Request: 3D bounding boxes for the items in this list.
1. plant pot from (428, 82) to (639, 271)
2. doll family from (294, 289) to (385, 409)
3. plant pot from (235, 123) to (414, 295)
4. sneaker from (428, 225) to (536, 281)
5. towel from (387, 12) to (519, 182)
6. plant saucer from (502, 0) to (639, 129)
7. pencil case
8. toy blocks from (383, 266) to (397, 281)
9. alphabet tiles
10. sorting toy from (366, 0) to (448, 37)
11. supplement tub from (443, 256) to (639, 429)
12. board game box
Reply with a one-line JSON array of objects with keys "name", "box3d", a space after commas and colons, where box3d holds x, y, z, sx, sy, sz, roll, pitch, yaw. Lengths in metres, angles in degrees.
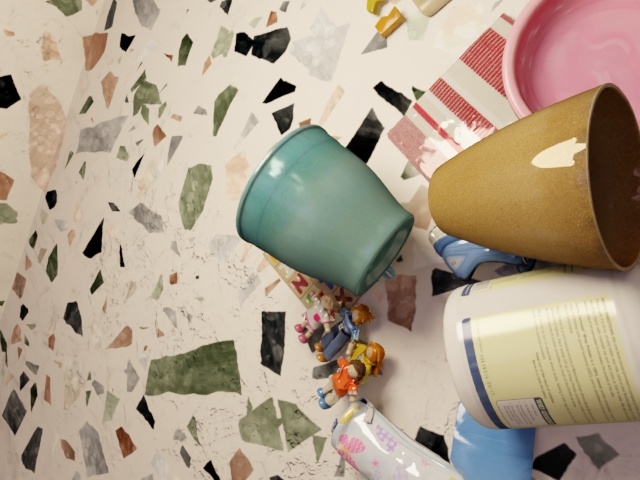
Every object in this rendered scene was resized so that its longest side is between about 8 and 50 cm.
[{"name": "plant pot", "box3d": [0.296, -0.072, 0.697, 0.255, 0.237, 0.236, -5, 80, 49]}, {"name": "doll family", "box3d": [0.055, 0.220, 1.029, 0.163, 0.119, 0.262, -51, 45, 30]}, {"name": "plant pot", "box3d": [0.025, -0.039, 0.914, 0.255, 0.272, 0.271, 36, 104, 18]}, {"name": "sneaker", "box3d": [0.364, -0.028, 0.846, 0.330, 0.130, 0.147, -32, 81, 31]}, {"name": "towel", "box3d": [0.312, -0.256, 0.952, 0.329, 0.037, 0.237, -45, 59, 19]}, {"name": "plant saucer", "box3d": [0.474, -0.289, 0.782, 0.333, 0.084, 0.331, -3, 83, 22]}, {"name": "pencil case", "box3d": [0.151, 0.421, 0.918, 0.273, 0.114, 0.124, 30, 95, 34]}, {"name": "toy blocks", "box3d": [0.128, 0.002, 1.018, 0.148, 0.054, 0.123, 47, 109, 30]}, {"name": "alphabet tiles", "box3d": [0.000, 0.000, 1.146, 0.342, 0.011, 0.285, 47, 110, 30]}, {"name": "sorting toy", "box3d": [0.226, -0.609, 1.063, 0.307, 0.041, 0.228, -36, 69, 26]}, {"name": "supplement tub", "box3d": [0.379, 0.152, 0.724, 0.325, 0.236, 0.235, -18, 73, 32]}, {"name": "board game box", "box3d": [0.307, 0.357, 0.858, 0.133, 0.033, 0.168, 6, 64, 22]}]
